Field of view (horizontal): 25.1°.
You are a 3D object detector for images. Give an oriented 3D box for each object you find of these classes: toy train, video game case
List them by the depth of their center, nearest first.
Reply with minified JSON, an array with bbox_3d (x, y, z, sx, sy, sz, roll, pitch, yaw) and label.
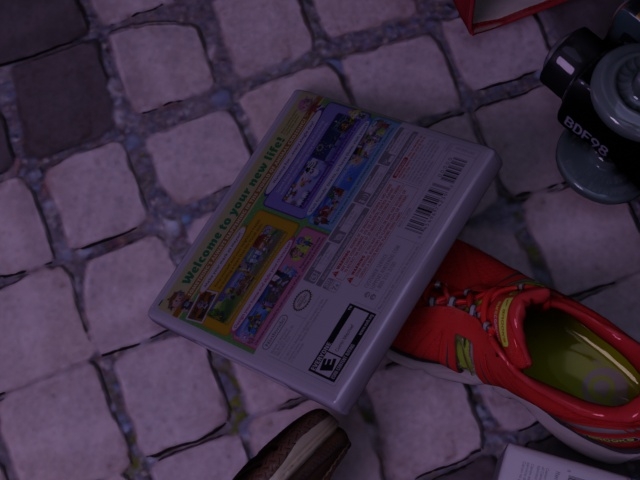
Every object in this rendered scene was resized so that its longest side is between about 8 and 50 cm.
[{"bbox_3d":[0.000,0.000,1.028,0.193,0.023,0.212,21,73,39],"label":"video game case"},{"bbox_3d":[0.321,-0.059,1.034,0.334,0.142,0.190,42,66,14],"label":"toy train"}]

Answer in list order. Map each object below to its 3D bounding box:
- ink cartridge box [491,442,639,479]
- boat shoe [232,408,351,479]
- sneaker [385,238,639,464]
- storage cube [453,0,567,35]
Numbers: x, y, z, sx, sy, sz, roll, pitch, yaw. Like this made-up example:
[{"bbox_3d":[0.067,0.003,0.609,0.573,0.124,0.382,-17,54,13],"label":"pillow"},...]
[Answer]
[{"bbox_3d":[0.192,0.226,0.975,0.175,0.072,0.127,16,74,6],"label":"ink cartridge box"},{"bbox_3d":[-0.056,0.235,0.979,0.095,0.095,0.257,41,84,-2],"label":"boat shoe"},{"bbox_3d":[0.127,0.053,1.000,0.279,0.118,0.107,25,75,17],"label":"sneaker"},{"bbox_3d":[0.161,-0.304,1.072,0.215,0.183,0.193,-23,67,-5],"label":"storage cube"}]
